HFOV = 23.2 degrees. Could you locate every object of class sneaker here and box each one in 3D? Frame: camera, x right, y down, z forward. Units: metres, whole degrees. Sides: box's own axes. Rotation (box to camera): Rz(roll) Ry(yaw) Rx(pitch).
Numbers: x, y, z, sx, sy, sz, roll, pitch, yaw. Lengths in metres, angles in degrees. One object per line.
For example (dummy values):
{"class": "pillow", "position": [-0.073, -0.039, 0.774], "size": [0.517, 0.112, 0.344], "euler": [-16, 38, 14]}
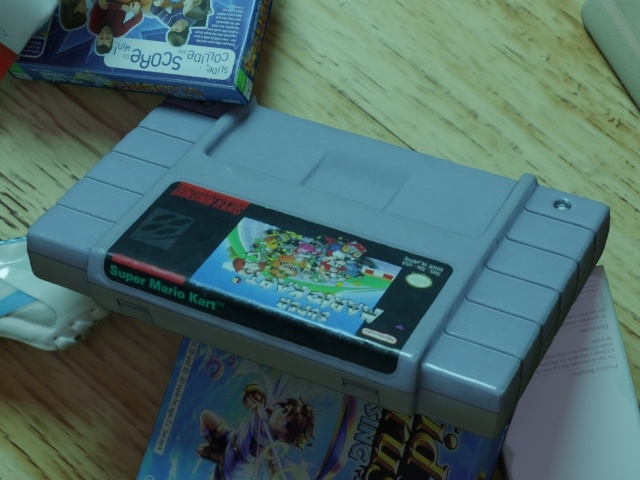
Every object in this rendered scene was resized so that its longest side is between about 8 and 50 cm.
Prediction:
{"class": "sneaker", "position": [-0.185, 0.033, 1.204], "size": [0.228, 0.087, 0.092], "euler": [-12, 92, 8]}

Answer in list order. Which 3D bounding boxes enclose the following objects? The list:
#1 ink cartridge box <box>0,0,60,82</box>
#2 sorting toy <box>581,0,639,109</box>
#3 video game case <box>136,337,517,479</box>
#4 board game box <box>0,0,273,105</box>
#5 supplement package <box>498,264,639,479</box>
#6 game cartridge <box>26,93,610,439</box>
{"class": "ink cartridge box", "position": [-0.286, -0.204, 1.144], "size": [0.189, 0.066, 0.232], "euler": [34, 110, -12]}
{"class": "sorting toy", "position": [0.339, -0.159, 1.223], "size": [0.208, 0.038, 0.193], "euler": [-33, 84, 3]}
{"class": "video game case", "position": [-0.003, 0.159, 1.135], "size": [0.244, 0.061, 0.269], "euler": [20, 96, 21]}
{"class": "board game box", "position": [-0.138, -0.183, 1.207], "size": [0.201, 0.035, 0.136], "euler": [9, 76, 18]}
{"class": "supplement package", "position": [0.176, 0.119, 1.165], "size": [0.105, 0.105, 0.179], "euler": [-12, 83, 1]}
{"class": "game cartridge", "position": [0.000, 0.000, 1.096], "size": [0.355, 0.230, 0.068], "euler": [18, 127, 19]}
